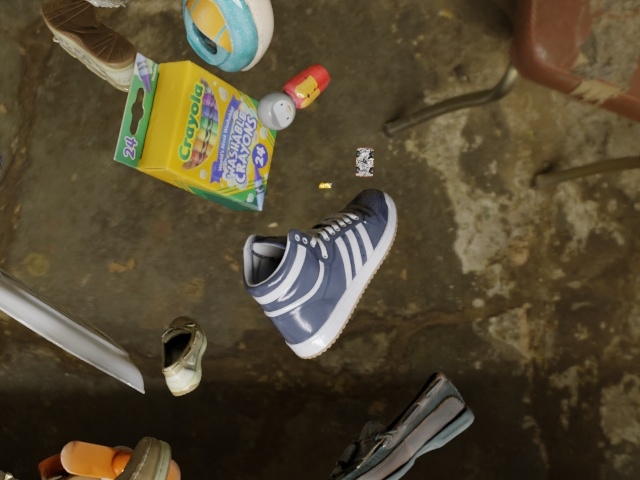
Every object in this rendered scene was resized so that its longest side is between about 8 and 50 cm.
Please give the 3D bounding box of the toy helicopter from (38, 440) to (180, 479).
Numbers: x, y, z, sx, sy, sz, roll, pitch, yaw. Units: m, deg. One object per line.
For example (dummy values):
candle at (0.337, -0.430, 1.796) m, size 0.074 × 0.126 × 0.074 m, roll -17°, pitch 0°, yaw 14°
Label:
toy helicopter at (-0.358, 0.357, 1.227) m, size 0.235 × 0.355 × 0.140 m, roll -26°, pitch 75°, yaw 17°

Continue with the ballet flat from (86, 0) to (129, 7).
ballet flat at (-0.502, -0.678, 1.940) m, size 0.147 × 0.409 × 0.147 m, roll -1°, pitch 62°, yaw 2°

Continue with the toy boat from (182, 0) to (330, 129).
toy boat at (-0.134, -0.342, 1.532) m, size 0.148 × 0.267 × 0.318 m, roll -42°, pitch 85°, yaw -19°

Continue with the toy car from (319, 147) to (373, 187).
toy car at (0.050, -0.145, 1.710) m, size 0.122 × 0.040 × 0.060 m, roll -16°, pitch 103°, yaw 5°

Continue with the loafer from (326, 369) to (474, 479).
loafer at (0.086, 0.257, 1.129) m, size 0.267 × 0.096 × 0.084 m, roll -24°, pitch 86°, yaw -37°

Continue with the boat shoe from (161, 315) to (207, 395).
boat shoe at (-0.186, 0.140, 1.149) m, size 0.056 × 0.153 × 0.048 m, roll -22°, pitch 119°, yaw 9°

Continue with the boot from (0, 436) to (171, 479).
boot at (-0.244, 0.236, 0.793) m, size 0.165 × 0.077 × 0.213 m, roll 35°, pitch 46°, yaw -8°

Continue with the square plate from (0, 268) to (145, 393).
square plate at (-0.492, 0.146, 1.608) m, size 0.344 × 0.347 × 0.049 m, roll 36°, pitch 80°, yaw -23°

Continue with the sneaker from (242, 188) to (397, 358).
sneaker at (0.000, 0.000, 1.157) m, size 0.153 × 0.099 × 0.282 m, roll 48°, pitch 52°, yaw -27°

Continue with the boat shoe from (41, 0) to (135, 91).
boat shoe at (-0.469, -0.399, 1.759) m, size 0.105 × 0.089 × 0.285 m, roll -31°, pitch 57°, yaw -23°

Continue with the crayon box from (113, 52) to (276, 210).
crayon box at (-0.215, -0.193, 1.609) m, size 0.323 × 0.083 × 0.203 m, roll 22°, pitch 74°, yaw -52°

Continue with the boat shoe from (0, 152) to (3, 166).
boat shoe at (-0.733, -0.075, 1.702) m, size 0.301 × 0.102 × 0.108 m, roll -39°, pitch 115°, yaw 18°
